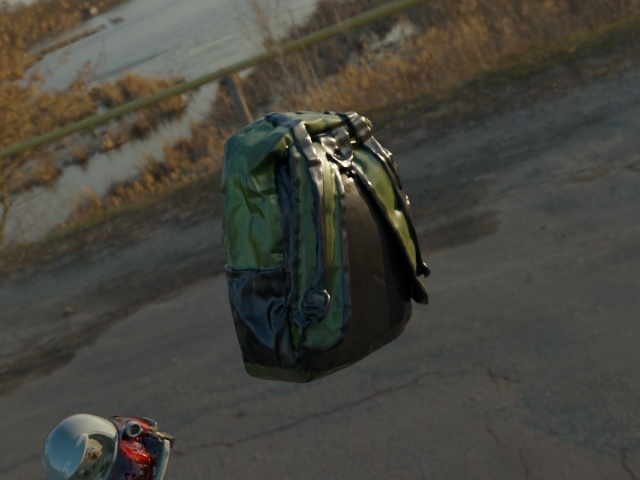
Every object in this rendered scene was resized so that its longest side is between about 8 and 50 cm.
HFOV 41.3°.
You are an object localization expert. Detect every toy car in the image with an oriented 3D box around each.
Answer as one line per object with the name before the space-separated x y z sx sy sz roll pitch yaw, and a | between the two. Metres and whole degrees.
toy car | -0.232 0.224 0.876 0.139 0.112 0.112 12 75 57

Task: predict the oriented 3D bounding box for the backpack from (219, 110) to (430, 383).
backpack | 0.000 0.000 0.807 0.140 0.253 0.207 1 16 42
